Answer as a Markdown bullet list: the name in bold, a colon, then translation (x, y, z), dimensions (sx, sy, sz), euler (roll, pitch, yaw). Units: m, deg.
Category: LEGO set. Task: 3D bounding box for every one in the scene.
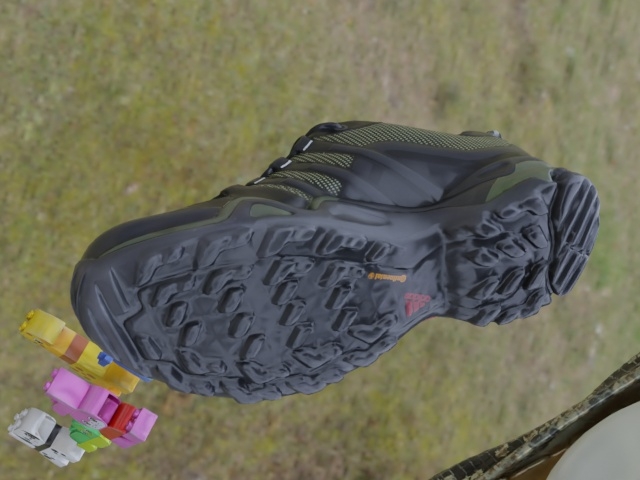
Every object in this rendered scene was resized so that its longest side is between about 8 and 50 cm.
- **LEGO set**: translation (-0.179, 0.096, 0.949), dimensions (0.087, 0.093, 0.227), euler (-63, -165, -25)

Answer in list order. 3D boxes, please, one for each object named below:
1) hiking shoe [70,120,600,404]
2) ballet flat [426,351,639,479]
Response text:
- **hiking shoe**: translation (0.000, 0.000, 0.572), dimensions (0.114, 0.227, 0.086), euler (-132, -142, -56)
- **ballet flat**: translation (0.116, 0.182, 0.738), dimensions (0.483, 0.164, 0.182), euler (-42, 160, 10)
